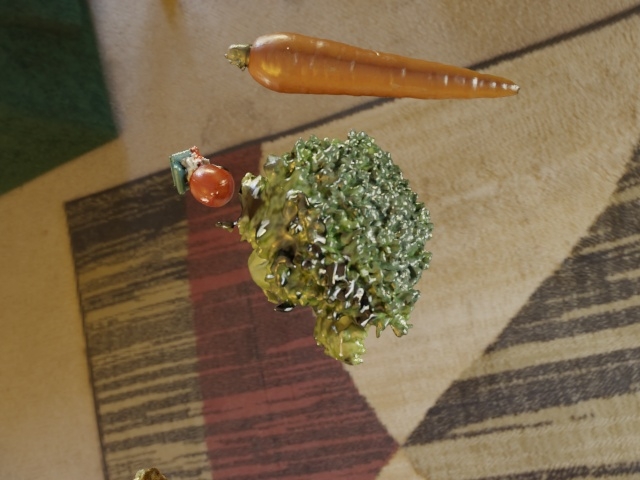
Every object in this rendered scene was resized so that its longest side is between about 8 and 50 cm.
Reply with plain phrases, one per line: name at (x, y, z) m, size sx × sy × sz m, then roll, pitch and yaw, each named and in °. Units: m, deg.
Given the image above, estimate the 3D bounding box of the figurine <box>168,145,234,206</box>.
figurine at (-0.189, -0.098, 1.348) m, size 0.140 × 0.075 × 0.068 m, roll 36°, pitch 138°, yaw 45°

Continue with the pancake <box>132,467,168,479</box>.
pancake at (-0.178, 0.373, 0.949) m, size 0.056 × 0.212 × 0.257 m, roll -40°, pitch 37°, yaw 16°

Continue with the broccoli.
broccoli at (-0.003, -0.010, 1.253) m, size 0.281 × 0.293 × 0.348 m, roll -37°, pitch 28°, yaw 36°

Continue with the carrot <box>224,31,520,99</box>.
carrot at (0.056, -0.186, 0.960) m, size 0.335 × 0.069 × 0.069 m, roll 9°, pitch 92°, yaw 4°
